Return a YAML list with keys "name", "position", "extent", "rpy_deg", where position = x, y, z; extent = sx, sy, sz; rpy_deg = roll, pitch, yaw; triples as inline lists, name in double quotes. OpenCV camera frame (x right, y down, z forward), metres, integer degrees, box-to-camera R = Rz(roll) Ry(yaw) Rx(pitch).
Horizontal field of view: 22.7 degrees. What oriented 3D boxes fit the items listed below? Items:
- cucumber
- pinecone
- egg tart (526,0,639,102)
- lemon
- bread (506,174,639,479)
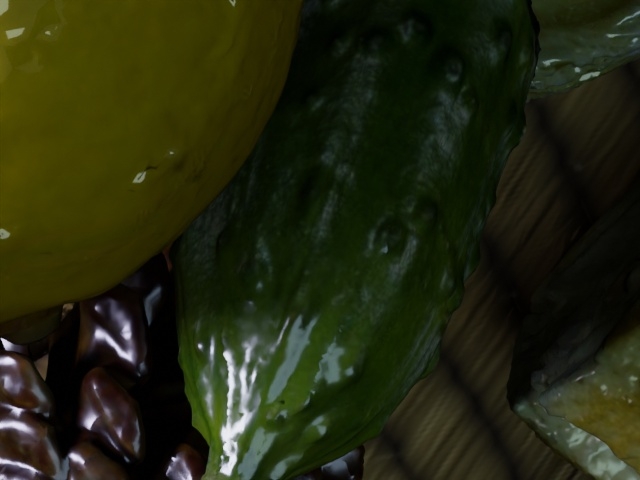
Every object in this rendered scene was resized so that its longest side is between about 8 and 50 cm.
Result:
- name: "cucumber"
  position: [0.002, -0.001, 0.603]
  extent: [0.134, 0.134, 0.244]
  rpy_deg: [40, 51, -28]
- name: "pinecone"
  position: [-0.085, 0.102, 0.687]
  extent: [0.201, 0.202, 0.229]
  rpy_deg: [-34, 99, -29]
- name: "egg tart"
  position: [0.099, -0.154, 0.707]
  extent: [0.197, 0.078, 0.197]
  rpy_deg: [-8, 115, -17]
- name: "lemon"
  position: [-0.143, -0.115, 0.526]
  extent: [0.297, 0.297, 0.297]
  rpy_deg: [-7, 113, -16]
- name: "bread"
  position: [0.204, 0.014, 0.756]
  extent: [0.124, 0.186, 0.257]
  rpy_deg: [43, 89, -15]
